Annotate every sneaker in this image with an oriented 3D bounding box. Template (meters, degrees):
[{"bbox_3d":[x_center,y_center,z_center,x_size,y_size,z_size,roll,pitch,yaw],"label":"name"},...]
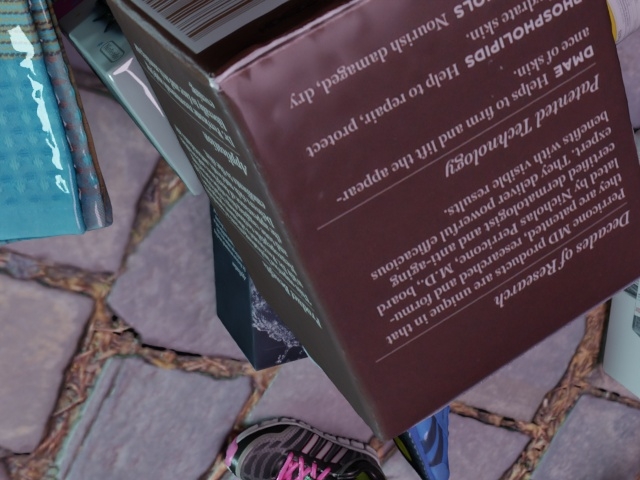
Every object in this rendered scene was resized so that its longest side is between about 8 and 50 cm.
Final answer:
[{"bbox_3d":[0.100,0.150,0.968,0.082,0.069,0.209,-31,124,-14],"label":"sneaker"},{"bbox_3d":[-0.004,0.211,0.942,0.170,0.075,0.063,19,105,-32],"label":"sneaker"}]

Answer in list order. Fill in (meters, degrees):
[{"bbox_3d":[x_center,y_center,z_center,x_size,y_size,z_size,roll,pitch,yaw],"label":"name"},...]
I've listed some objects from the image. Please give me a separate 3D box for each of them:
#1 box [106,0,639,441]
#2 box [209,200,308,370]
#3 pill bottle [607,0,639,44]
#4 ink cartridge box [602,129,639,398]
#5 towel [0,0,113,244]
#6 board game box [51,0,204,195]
[{"bbox_3d":[0.030,-0.056,0.497,0.167,0.168,0.203,-32,125,-10],"label":"box"},{"bbox_3d":[0.000,0.000,0.829,0.156,0.093,0.158,-13,120,-21],"label":"box"},{"bbox_3d":[0.219,-0.207,0.828,0.184,0.103,0.103,-36,125,-6],"label":"pill bottle"},{"bbox_3d":[0.403,0.021,1.026,0.197,0.114,0.273,-12,120,-22],"label":"ink cartridge box"},{"bbox_3d":[-0.293,-0.143,0.590,0.271,0.040,0.370,-8,121,1],"label":"towel"},{"bbox_3d":[-0.012,-0.186,0.652,0.303,0.224,0.097,-38,123,-5],"label":"board game box"}]
